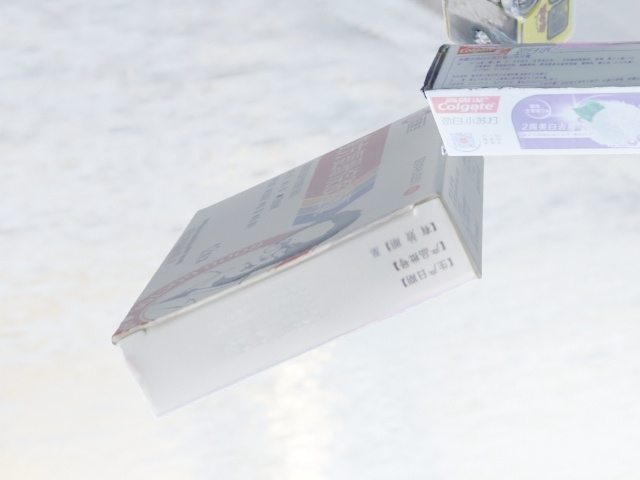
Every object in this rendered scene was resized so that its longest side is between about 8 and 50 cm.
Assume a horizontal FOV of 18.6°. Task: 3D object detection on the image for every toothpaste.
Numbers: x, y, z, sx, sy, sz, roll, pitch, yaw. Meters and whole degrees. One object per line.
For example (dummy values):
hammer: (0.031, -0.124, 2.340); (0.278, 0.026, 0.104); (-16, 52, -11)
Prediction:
toothpaste: (0.143, -0.063, 0.819); (0.196, 0.040, 0.047); (0, 141, 22)

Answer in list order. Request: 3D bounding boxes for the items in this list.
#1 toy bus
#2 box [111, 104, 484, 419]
toy bus: (0.117, -0.210, 1.202); (0.074, 0.081, 0.226); (-35, 139, -29)
box: (0.000, 0.000, 1.283); (0.214, 0.069, 0.353); (-24, -168, 10)
